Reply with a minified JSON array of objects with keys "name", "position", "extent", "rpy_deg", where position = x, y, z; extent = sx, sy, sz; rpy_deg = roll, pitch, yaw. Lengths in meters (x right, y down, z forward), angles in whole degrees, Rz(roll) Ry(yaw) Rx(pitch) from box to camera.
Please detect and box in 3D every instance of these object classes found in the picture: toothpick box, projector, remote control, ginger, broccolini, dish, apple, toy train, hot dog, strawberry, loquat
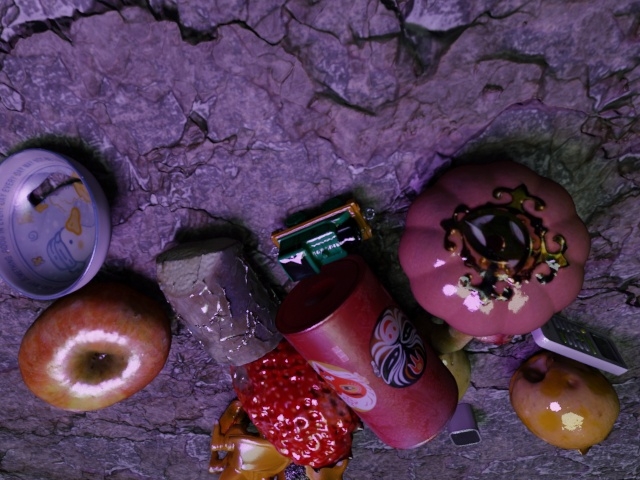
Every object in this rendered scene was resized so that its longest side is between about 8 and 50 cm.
[{"name":"toothpick box","position":[0.094,0.212,0.782],"extent":[0.204,0.204,0.333],"rpy_deg":[-30,110,22]},{"name":"projector","position":[0.417,0.542,1.195],"extent":[0.083,0.082,0.083],"rpy_deg":[-20,122,17]},{"name":"remote control","position":[0.592,0.233,0.945],"extent":[0.250,0.103,0.034],"rpy_deg":[22,127,-12]},{"name":"ginger","position":[0.263,0.199,0.902],"extent":[0.086,0.131,0.294],"rpy_deg":[6,142,-28]},{"name":"broccolini","position":[-0.025,0.620,0.995],"extent":[0.058,0.067,0.216],"rpy_deg":[-24,115,5]},{"name":"dish","position":[-0.496,-0.034,0.792],"extent":[0.274,0.134,0.273],"rpy_deg":[1,95,15]},{"name":"apple","position":[-0.498,0.225,0.926],"extent":[0.310,0.250,0.277],"rpy_deg":[-16,111,-11]},{"name":"toy train","position":[0.000,0.000,0.782],"extent":[0.228,0.136,0.091],"rpy_deg":[-20,123,19]},{"name":"hot dog","position":[-0.266,0.562,1.260],"extent":[0.092,0.062,0.235],"rpy_deg":[23,124,-9]},{"name":"strawberry","position":[-0.034,0.343,0.943],"extent":[0.292,0.291,0.310],"rpy_deg":[-28,122,22]},{"name":"loquat","position":[0.588,0.391,0.984],"extent":[0.244,0.243,0.243],"rpy_deg":[1,127,2]}]

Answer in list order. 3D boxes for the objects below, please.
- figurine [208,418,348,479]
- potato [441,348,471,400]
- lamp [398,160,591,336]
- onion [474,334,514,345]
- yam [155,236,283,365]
[{"name":"figurine","position":[-0.118,0.640,1.146],"extent":[0.387,0.268,0.400],"rpy_deg":[5,104,-10]},{"name":"potato","position":[0.307,0.320,0.993],"extent":[0.149,0.120,0.081],"rpy_deg":[27,136,-29]},{"name":"lamp","position":[0.290,0.016,0.716],"extent":[0.306,0.239,0.305],"rpy_deg":[-1,82,8]},{"name":"onion","position":[0.379,0.147,0.902],"extent":[0.150,0.140,0.150],"rpy_deg":[37,155,21]},{"name":"yam","position":[-0.205,0.121,0.857],"extent":[0.203,0.201,0.271],"rpy_deg":[-13,118,12]}]
